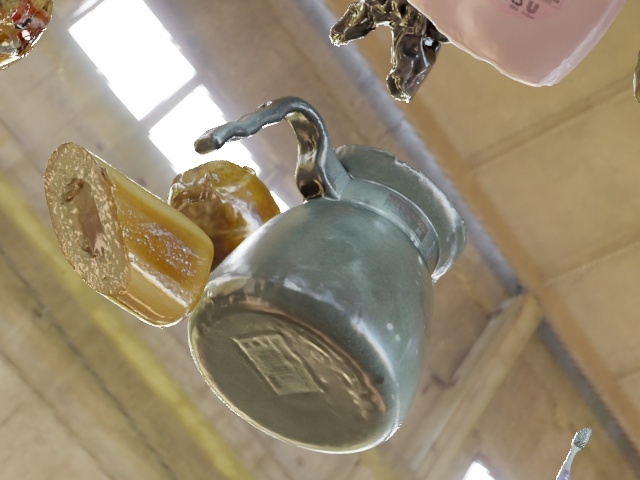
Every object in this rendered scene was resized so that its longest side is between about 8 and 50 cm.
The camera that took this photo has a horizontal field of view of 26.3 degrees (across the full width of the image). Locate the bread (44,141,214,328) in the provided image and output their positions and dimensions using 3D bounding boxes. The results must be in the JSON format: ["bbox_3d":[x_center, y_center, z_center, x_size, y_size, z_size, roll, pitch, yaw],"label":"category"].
[{"bbox_3d":[-0.106,0.001,0.717,0.049,0.062,0.103,-11,-36,43],"label":"bread"}]

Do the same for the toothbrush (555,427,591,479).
[{"bbox_3d":[0.161,0.170,0.926,0.011,0.131,0.013,41,-47,-2],"label":"toothbrush"}]

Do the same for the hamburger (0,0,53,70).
[{"bbox_3d":[-0.293,-0.171,0.936,0.231,0.107,0.231,0,-24,0],"label":"hamburger"}]

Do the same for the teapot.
[{"bbox_3d":[-0.006,0.014,1.328,0.305,0.285,0.223,36,-40,-3],"label":"teapot"}]

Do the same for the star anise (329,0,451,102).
[{"bbox_3d":[0.103,-0.254,1.304,0.282,0.129,0.212,-19,-73,42],"label":"star anise"}]

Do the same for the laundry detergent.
[{"bbox_3d":[0.178,-0.271,0.882,0.159,0.088,0.335,37,-60,18],"label":"laundry detergent"}]

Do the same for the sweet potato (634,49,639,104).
[{"bbox_3d":[0.342,-0.180,0.858,0.158,0.369,0.158,40,-29,27],"label":"sweet potato"}]

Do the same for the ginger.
[{"bbox_3d":[-0.097,0.060,1.751,0.357,0.152,0.274,91,-24,-73],"label":"ginger"}]
